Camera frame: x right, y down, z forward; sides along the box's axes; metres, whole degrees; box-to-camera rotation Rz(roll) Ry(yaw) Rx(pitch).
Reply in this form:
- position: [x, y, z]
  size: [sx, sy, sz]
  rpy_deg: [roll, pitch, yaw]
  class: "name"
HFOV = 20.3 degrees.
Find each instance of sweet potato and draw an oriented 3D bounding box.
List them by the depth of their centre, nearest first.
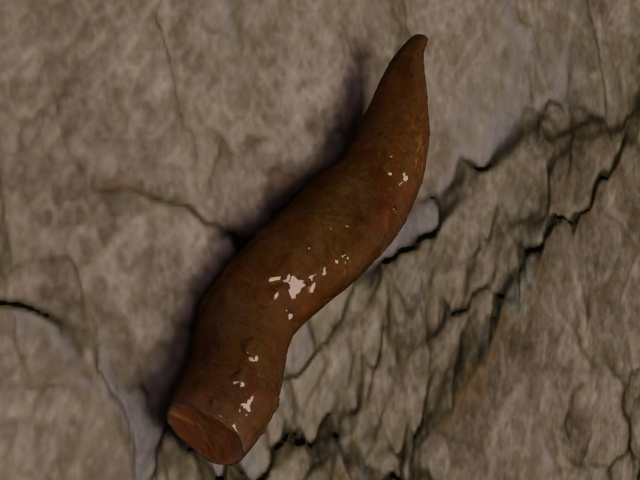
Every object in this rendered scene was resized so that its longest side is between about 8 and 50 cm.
- position: [0.000, 0.000, 0.975]
  size: [0.067, 0.059, 0.281]
  rpy_deg: [47, 52, -15]
  class: "sweet potato"
